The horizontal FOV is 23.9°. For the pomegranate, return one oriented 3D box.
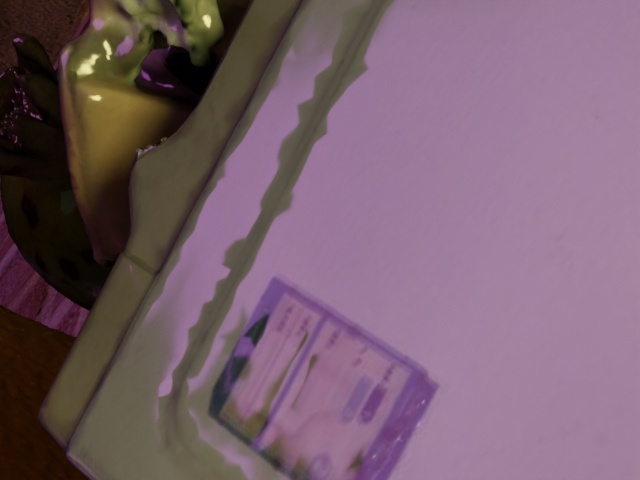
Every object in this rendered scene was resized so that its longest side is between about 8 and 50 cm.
[{"bbox_3d":[-0.162,-0.051,1.231,0.242,0.242,0.306,-62,-11,2],"label":"pomegranate"}]

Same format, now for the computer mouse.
[{"bbox_3d":[-0.002,-0.062,0.606,0.115,0.389,0.199,19,95,36],"label":"computer mouse"}]

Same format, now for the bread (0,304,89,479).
[{"bbox_3d":[-0.197,0.181,0.935,0.143,0.324,0.333,-56,19,18],"label":"bread"}]

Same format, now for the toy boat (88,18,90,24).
[{"bbox_3d":[-0.072,-0.144,1.177,0.318,0.219,0.072,-84,17,-51],"label":"toy boat"}]

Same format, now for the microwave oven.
[{"bbox_3d":[0.134,-0.020,0.440,0.286,0.218,0.355,30,94,43],"label":"microwave oven"}]
